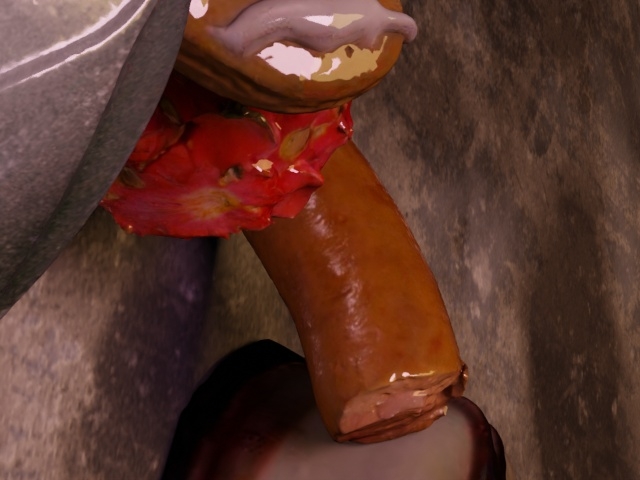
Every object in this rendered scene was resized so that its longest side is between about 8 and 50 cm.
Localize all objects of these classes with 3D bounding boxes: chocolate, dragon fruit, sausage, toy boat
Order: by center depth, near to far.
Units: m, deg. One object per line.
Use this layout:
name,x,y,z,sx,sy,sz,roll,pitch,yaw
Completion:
toy boat,-0.166,-0.021,0.533,0.319,0.092,0.141,-43,138,0
dragon fruit,-0.074,-0.131,0.775,0.210,0.205,0.268,0,77,-58
sausage,0.001,-0.001,0.879,0.109,0.109,0.271,22,33,-58
chocolate,0.039,0.211,0.934,0.283,0.186,0.284,16,72,-59

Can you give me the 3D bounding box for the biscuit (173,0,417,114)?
biscuit,-0.117,-0.260,0.658,0.282,0.064,0.432,-4,70,-17
